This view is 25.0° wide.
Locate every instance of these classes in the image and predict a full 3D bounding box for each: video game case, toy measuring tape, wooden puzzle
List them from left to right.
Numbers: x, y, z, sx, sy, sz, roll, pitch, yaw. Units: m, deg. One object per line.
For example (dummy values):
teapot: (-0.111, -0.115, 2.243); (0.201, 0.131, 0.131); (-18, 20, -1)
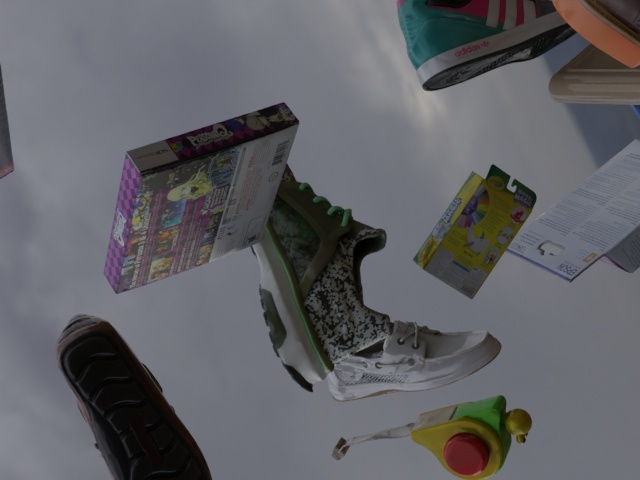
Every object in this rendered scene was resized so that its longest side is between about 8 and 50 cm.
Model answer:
video game case: (-0.142, -0.047, 1.690); (0.042, 0.210, 0.232); (54, 149, 25)
toy measuring tape: (0.179, 0.325, 2.232); (0.121, 0.330, 0.121); (41, -140, -46)
wooden puzzle: (0.422, -0.236, 1.740); (0.221, 0.239, 0.044); (8, 135, 50)

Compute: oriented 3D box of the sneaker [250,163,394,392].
sneaker: (0.000, 0.000, 1.983); (0.158, 0.182, 0.410); (59, -166, -64)

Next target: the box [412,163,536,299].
box: (0.222, -0.017, 2.059); (0.105, 0.179, 0.043); (32, -173, -30)

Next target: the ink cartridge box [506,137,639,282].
ink cartridge box: (0.501, -0.039, 2.461); (0.071, 0.330, 0.324); (52, 176, -16)

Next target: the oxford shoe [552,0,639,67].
oxford shoe: (0.411, -0.198, 1.412); (0.364, 0.132, 0.130); (26, -136, -10)

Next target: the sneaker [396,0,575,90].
sneaker: (0.212, -0.312, 1.849); (0.178, 0.296, 0.124); (64, 148, 8)

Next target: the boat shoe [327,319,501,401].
boat shoe: (0.124, 0.163, 2.111); (0.096, 0.277, 0.098); (69, -155, -14)

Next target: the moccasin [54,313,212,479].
moccasin: (-0.262, 0.276, 2.052); (0.380, 0.139, 0.147); (58, 178, -15)

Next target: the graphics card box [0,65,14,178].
graphics card box: (-0.481, -0.213, 1.780); (0.232, 0.094, 0.371); (55, 162, 7)

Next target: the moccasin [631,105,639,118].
moccasin: (0.559, -0.191, 2.142); (0.342, 0.138, 0.117); (62, 155, 4)
